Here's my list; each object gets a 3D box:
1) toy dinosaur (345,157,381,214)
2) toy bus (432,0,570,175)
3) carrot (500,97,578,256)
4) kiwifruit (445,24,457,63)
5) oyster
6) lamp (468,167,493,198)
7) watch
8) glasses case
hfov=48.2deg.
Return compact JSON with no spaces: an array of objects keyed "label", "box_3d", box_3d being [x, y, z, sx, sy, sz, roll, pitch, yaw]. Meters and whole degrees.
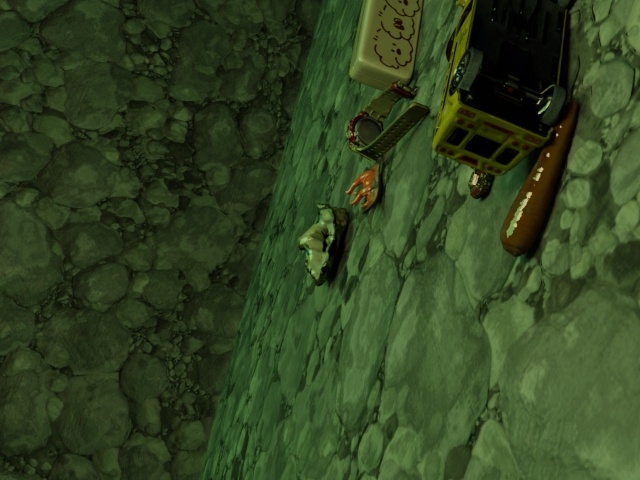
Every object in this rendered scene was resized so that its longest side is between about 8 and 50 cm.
[{"label":"toy dinosaur","box_3d":[0.111,-0.133,1.666,0.101,0.055,0.280,-36,30,23]},{"label":"toy bus","box_3d":[0.251,-0.264,1.001,0.151,0.145,0.331,120,168,-60]},{"label":"carrot","box_3d":[0.284,-0.082,0.911,0.048,0.048,0.216,-148,80,-77]},{"label":"kiwifruit","box_3d":[0.268,-0.360,1.266,0.075,0.075,0.125,-88,15,-49]},{"label":"oyster","box_3d":[0.009,0.003,1.863,0.260,0.092,0.198,-122,50,-62]},{"label":"lamp","box_3d":[0.247,-0.103,1.114,0.063,0.031,0.083,131,149,-63]},{"label":"watch","box_3d":[0.158,-0.280,1.606,0.268,0.102,0.165,-38,33,52]},{"label":"glasses case","box_3d":[0.166,-0.524,1.753,0.076,0.143,0.337,129,154,-61]}]
